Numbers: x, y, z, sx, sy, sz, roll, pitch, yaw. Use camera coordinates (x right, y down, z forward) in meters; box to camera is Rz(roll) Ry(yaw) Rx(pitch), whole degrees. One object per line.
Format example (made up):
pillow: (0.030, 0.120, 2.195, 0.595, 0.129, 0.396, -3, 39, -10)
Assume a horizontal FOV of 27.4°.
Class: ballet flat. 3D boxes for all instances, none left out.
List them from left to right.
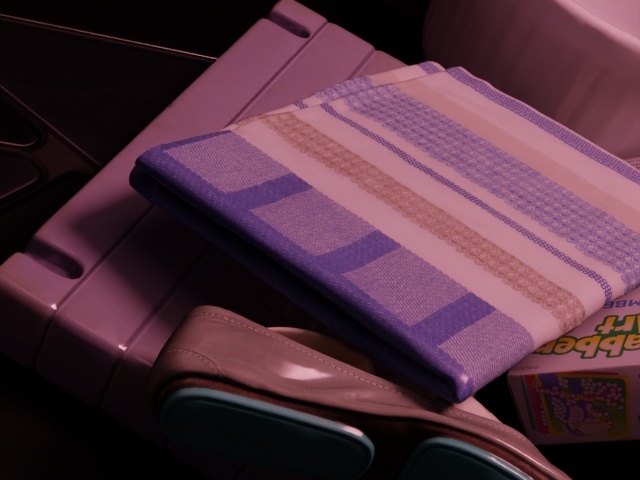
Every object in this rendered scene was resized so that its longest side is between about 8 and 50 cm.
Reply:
ballet flat: (0.032, 0.081, 0.565, 0.213, 0.072, 0.068, 21, 40, -4)

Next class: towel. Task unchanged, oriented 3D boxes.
towel: (0.064, -0.019, 0.684, 0.209, 0.034, 0.285, 33, 33, 24)

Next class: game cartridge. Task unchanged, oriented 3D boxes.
game cartridge: (0.000, 0.000, 0.740, 0.230, 0.068, 0.355, 34, 39, 2)

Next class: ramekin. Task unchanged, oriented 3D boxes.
ramekin: (0.209, -0.154, 0.969, 0.277, 0.135, 0.277, 16, 39, -13)

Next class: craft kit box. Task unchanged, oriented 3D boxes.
craft kit box: (0.256, 0.016, 0.748, 0.249, 0.061, 0.247, -9, 30, 28)
